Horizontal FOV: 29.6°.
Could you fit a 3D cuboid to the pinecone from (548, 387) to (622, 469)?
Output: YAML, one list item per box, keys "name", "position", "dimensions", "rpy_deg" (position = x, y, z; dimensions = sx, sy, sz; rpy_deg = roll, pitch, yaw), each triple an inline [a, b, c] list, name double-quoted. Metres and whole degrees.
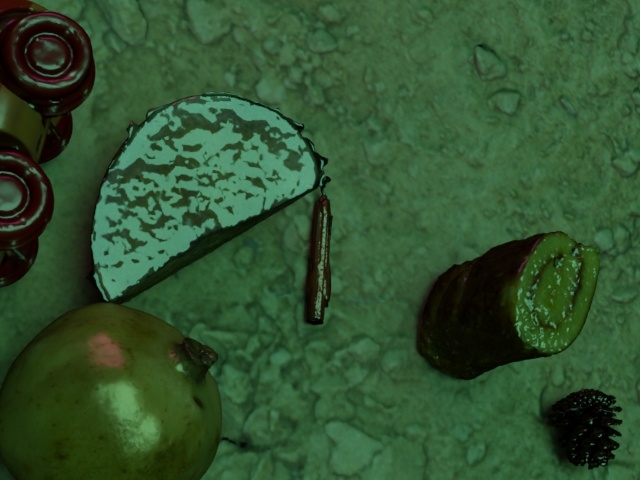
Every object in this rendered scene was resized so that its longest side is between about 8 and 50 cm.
- name: "pinecone"
  position: [0.280, 0.196, 1.260]
  dimensions: [0.077, 0.077, 0.083]
  rpy_deg: [-13, 84, -29]

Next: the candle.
- name: "candle"
  position: [0.000, 0.000, 1.193]
  dimensions: [0.026, 0.021, 0.167]
  rpy_deg: [14, 71, -34]

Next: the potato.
- name: "potato"
  position: [-0.129, -0.046, 1.095]
  dimensions: [0.243, 0.098, 0.138]
  rpy_deg: [-30, 88, -22]

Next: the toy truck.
- name: "toy truck"
  position: [-0.320, -0.083, 0.959]
  dimensions: [0.239, 0.189, 0.265]
  rpy_deg: [19, 70, -13]

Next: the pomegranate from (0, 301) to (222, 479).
- name: "pomegranate"
  position: [-0.163, 0.137, 0.983]
  dimensions: [0.196, 0.196, 0.196]
  rpy_deg: [7, 75, -26]

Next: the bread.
- name: "bread"
  position: [0.179, 0.064, 1.183]
  dimensions: [0.103, 0.172, 0.132]
  rpy_deg: [32, 65, -17]
